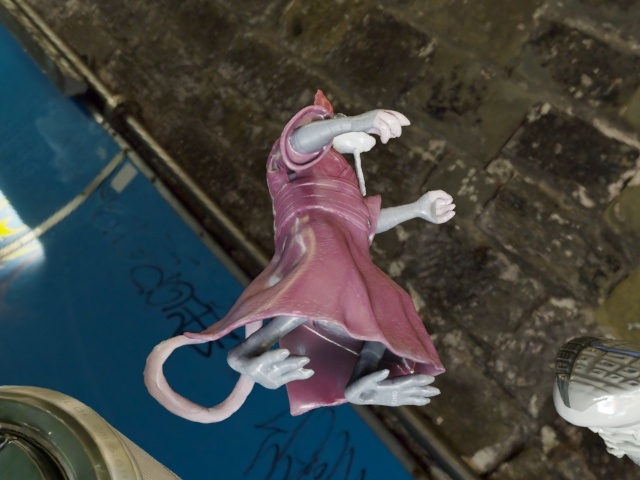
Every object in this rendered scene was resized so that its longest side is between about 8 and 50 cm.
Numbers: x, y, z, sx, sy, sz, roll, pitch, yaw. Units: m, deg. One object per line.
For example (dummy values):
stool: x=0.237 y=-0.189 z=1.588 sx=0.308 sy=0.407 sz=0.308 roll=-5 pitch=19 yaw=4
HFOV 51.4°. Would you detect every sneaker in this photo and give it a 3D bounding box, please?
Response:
sneaker: x=0.311 y=0.160 z=0.628 sx=0.297 sy=0.129 sz=0.111 roll=9 pitch=-176 yaw=-42

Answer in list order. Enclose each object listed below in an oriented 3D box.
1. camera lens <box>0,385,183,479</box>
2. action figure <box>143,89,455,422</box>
camera lens: x=-0.197 y=0.244 z=0.475 sx=0.219 sy=0.219 sz=0.274 roll=42 pitch=162 yaw=28
action figure: x=0.000 y=0.000 z=0.695 sx=0.248 sy=0.276 sz=0.370 roll=50 pitch=-156 yaw=-47
